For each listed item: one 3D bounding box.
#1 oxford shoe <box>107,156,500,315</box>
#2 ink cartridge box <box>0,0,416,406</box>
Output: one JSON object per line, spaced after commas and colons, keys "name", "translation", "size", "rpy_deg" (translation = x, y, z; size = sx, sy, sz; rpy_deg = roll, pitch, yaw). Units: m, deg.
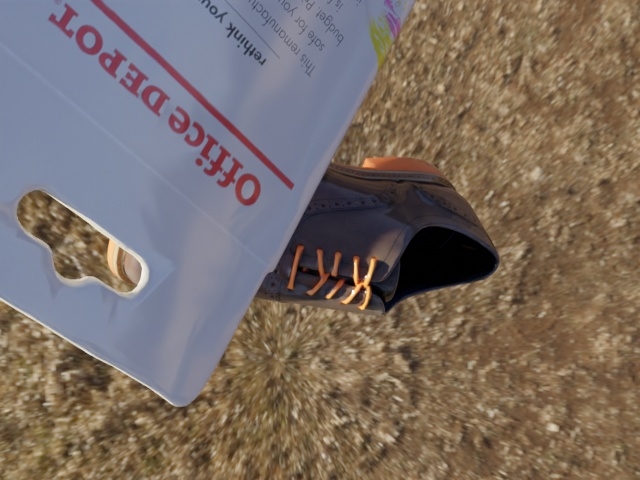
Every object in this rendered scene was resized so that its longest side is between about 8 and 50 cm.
{"name": "oxford shoe", "translation": [0.000, 0.000, 0.692], "size": [0.271, 0.098, 0.097], "rpy_deg": [-8, 127, -32]}
{"name": "ink cartridge box", "translation": [-0.070, -0.127, 0.496], "size": [0.119, 0.207, 0.353], "rpy_deg": [13, 68, 42]}
